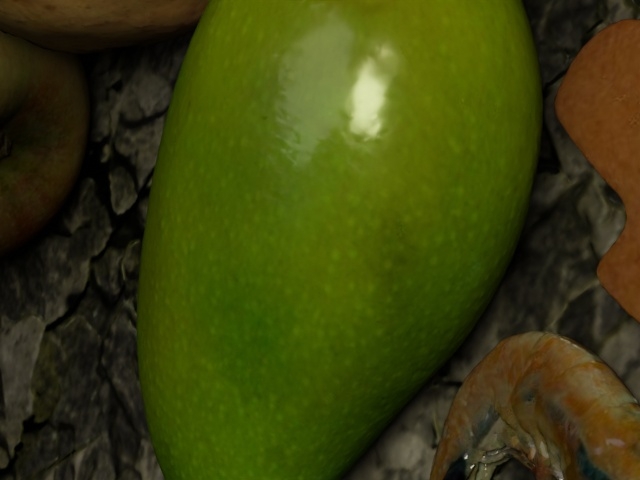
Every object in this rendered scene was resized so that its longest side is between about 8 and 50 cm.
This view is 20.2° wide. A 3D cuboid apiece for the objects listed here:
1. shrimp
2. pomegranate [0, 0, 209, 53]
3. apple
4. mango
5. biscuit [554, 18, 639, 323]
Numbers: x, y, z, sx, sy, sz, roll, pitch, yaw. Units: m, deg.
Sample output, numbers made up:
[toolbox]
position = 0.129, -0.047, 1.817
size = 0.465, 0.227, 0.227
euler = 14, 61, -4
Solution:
[shrimp]
position = 0.110, 0.137, 0.810
size = 0.152, 0.046, 0.219
euler = -61, 40, 12
[pomegranate]
position = -0.119, -0.256, 0.997
size = 0.322, 0.322, 0.322
euler = -17, 66, 43
[apple]
position = -0.280, -0.084, 1.144
size = 0.234, 0.257, 0.257
euler = 31, 101, 32
[mango]
position = 0.000, 0.000, 0.891
size = 0.192, 0.156, 0.343
euler = 32, 114, 40
[biscuit]
position = 0.213, -0.012, 0.751
size = 0.284, 0.043, 0.306
euler = -16, 67, 43
